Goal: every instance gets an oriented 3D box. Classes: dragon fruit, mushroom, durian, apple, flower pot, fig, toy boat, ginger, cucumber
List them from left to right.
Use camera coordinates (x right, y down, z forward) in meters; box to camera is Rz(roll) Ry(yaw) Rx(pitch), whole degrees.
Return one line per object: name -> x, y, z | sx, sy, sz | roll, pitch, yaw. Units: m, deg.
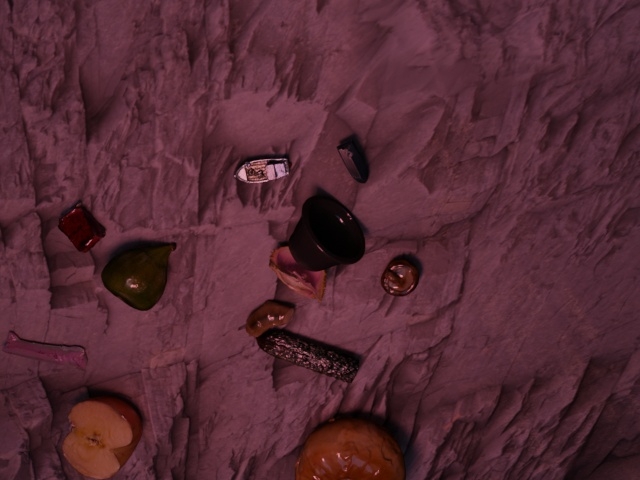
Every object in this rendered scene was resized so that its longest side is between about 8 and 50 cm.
dragon fruit -> -0.739, -0.029, 1.596 | 0.102, 0.096, 0.147 | -40, 74, 7
apple -> -0.781, 0.692, 1.848 | 0.251, 0.163, 0.293 | 27, 98, 3
fig -> -0.563, 0.090, 1.612 | 0.203, 0.203, 0.235 | 37, 70, -11
toy boat -> -0.172, -0.206, 1.499 | 0.172, 0.059, 0.069 | -6, 112, 6
ginger -> -0.175, 0.260, 1.685 | 0.190, 0.069, 0.095 | -31, 103, 15
durian -> -0.064, 0.103, 1.584 | 0.182, 0.132, 0.165 | 6, 102, 13
cucumber -> -0.049, 0.383, 1.719 | 0.359, 0.096, 0.096 | 21, 112, -4
flower pot -> 0.000, 0.000, 1.510 | 0.235, 0.235, 0.148 | 41, 127, -13
toy boat -> 0.101, -0.224, 1.480 | 0.055, 0.060, 0.141 | -26, 116, 12
mushroom -> 0.252, 0.120, 1.595 | 0.127, 0.087, 0.127 | 3, 113, 7

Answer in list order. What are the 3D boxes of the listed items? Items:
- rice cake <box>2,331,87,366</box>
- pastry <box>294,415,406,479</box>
rice cake -> -0.975, 0.392, 1.794 | 0.290, 0.051, 0.081 | 13, 113, -3
pastry -> 0.105, 0.807, 1.800 | 0.409, 0.245, 0.410 | 2, 112, 6
